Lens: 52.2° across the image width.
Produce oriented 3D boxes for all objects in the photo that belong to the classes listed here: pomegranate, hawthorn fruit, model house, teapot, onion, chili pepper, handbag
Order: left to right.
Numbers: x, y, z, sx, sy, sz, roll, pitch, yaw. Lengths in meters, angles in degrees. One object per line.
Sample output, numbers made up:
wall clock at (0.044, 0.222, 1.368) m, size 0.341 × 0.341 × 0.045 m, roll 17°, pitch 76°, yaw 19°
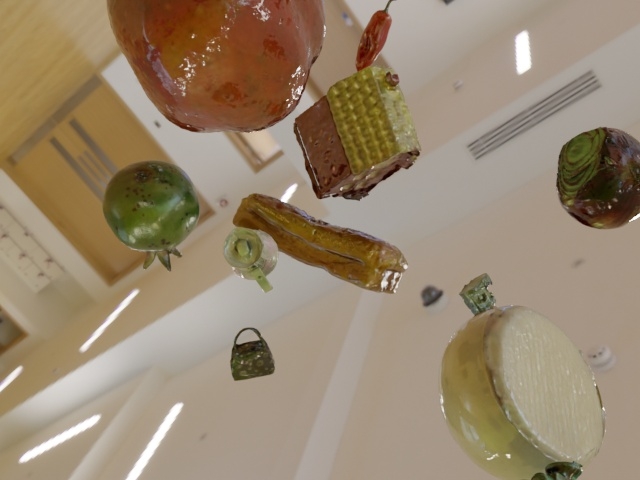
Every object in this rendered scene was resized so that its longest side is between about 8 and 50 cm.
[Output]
pomegranate at (-0.320, -0.042, 1.254) m, size 0.181 × 0.181 × 0.224 m, roll -51°, pitch 161°, yaw -40°
hawthorn fruit at (-0.138, -0.296, 0.806) m, size 0.287 × 0.287 × 0.330 m, roll -39°, pitch 155°, yaw -1°
handbag at (-0.181, 0.281, 1.688) m, size 0.115 × 0.139 × 0.072 m, roll -8°, pitch -153°, yaw -7°
teapot at (-0.083, 0.022, 0.796) m, size 0.064 × 0.083 × 0.064 m, roll -27°, pitch 166°, yaw 3°
model house at (0.086, -0.213, 1.305) m, size 0.160 × 0.196 × 0.254 m, roll -9°, pitch 165°, yaw -36°
chili pepper at (0.123, -0.472, 1.505) m, size 0.191 × 0.059 × 0.050 m, roll -66°, pitch 158°, yaw 8°
model house at (0.385, 0.134, 1.556) m, size 0.078 × 0.083 × 0.066 m, roll -39°, pitch -177°, yaw -28°
onion at (0.335, -0.069, 0.762) m, size 0.117 × 0.118 × 0.118 m, roll -68°, pitch -162°, yaw -4°

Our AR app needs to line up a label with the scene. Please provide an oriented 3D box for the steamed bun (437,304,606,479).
steamed bun at (0.396, 0.331, 1.368) m, size 0.241 × 0.374 × 0.374 m, roll -42°, pitch -171°, yaw 39°

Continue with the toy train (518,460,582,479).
toy train at (0.425, 0.467, 1.119) m, size 0.159 × 0.248 × 0.101 m, roll -41°, pitch -152°, yaw 36°

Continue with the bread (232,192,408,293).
bread at (0.000, 0.000, 1.408) m, size 0.185 × 0.380 × 0.109 m, roll 8°, pitch 104°, yaw -66°
